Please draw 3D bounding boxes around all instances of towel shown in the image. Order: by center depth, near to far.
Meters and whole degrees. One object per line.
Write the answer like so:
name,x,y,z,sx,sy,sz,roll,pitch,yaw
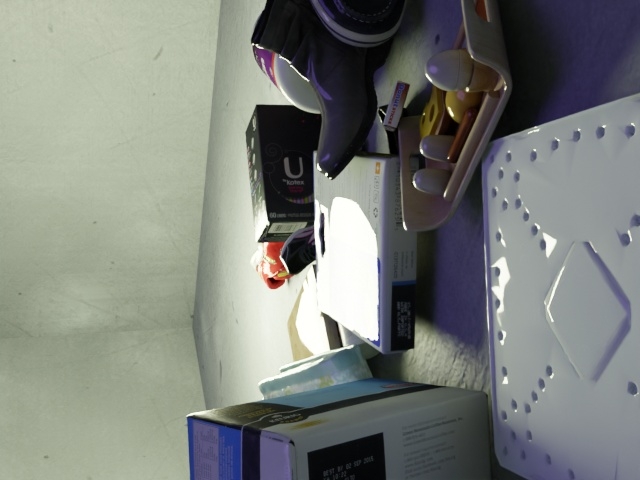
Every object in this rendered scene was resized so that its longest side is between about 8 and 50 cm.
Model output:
towel,0.033,0.359,1.393,0.320,0.090,0.374,65,153,4

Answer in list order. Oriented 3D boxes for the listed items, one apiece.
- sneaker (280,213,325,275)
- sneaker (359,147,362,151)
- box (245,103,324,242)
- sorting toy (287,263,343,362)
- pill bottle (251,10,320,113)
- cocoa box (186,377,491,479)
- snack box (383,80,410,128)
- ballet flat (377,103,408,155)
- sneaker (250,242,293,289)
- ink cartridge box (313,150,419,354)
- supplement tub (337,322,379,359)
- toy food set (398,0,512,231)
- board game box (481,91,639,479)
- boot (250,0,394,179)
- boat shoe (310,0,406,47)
sneaker,0.000,0.000,1.538,0.072,0.178,0.077,51,168,-28
sneaker,0.040,-0.152,1.548,0.166,0.065,0.076,175,90,-75
box,-0.062,-0.144,1.700,0.143,0.165,0.270,129,136,-66
sorting toy,0.018,0.219,1.603,0.255,0.089,0.257,112,151,-53
pill bottle,-0.032,-0.376,1.553,0.323,0.181,0.181,-123,35,-61
cocoa box,0.030,0.321,1.031,0.228,0.347,0.231,-4,88,49
snack box,0.111,-0.198,1.178,0.178,0.022,0.064,-56,-16,-82
ballet flat,0.120,-0.138,1.295,0.057,0.049,0.173,156,111,-73
sneaker,-0.098,0.037,2.010,0.118,0.107,0.279,61,157,20
ink cartridge box,0.070,0.003,1.326,0.307,0.072,0.303,-153,60,-70
supplement tub,0.069,0.160,1.461,0.071,0.071,0.107,109,154,-50
toy food set,0.153,-0.188,1.020,0.306,0.092,0.220,107,168,-51
board game box,0.281,0.068,0.782,0.390,0.050,0.390,172,96,-73
boot,-0.018,-0.274,1.272,0.118,0.223,0.338,-37,34,53
boat shoe,0.062,-0.552,1.229,0.156,0.187,0.500,146,127,-77
